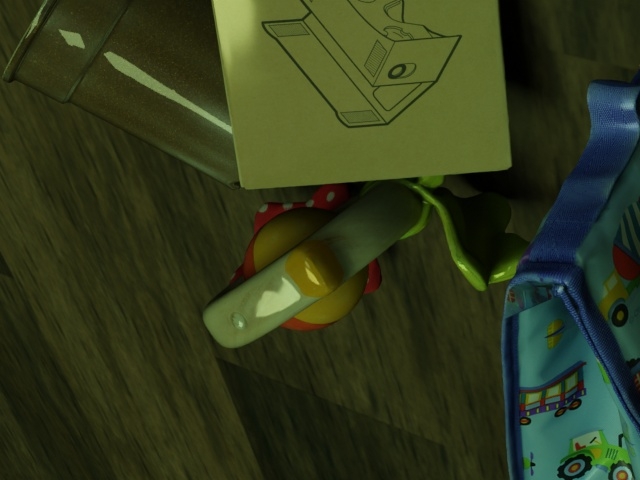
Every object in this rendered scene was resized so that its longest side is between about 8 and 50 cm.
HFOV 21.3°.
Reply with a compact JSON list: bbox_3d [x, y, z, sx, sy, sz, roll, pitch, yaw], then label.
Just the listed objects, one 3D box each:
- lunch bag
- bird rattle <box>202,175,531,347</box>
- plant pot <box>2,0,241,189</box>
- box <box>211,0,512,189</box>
[{"bbox_3d":[0.181,0.020,0.923,0.138,0.221,0.293,14,144,34],"label":"lunch bag"},{"bbox_3d":[0.000,0.000,1.128,0.253,0.207,0.143,-20,101,46],"label":"bird rattle"},{"bbox_3d":[-0.088,-0.126,1.079,0.165,0.167,0.167,34,151,-8],"label":"plant pot"},{"bbox_3d":[0.023,-0.123,0.972,0.165,0.021,0.201,-3,124,6],"label":"box"}]
